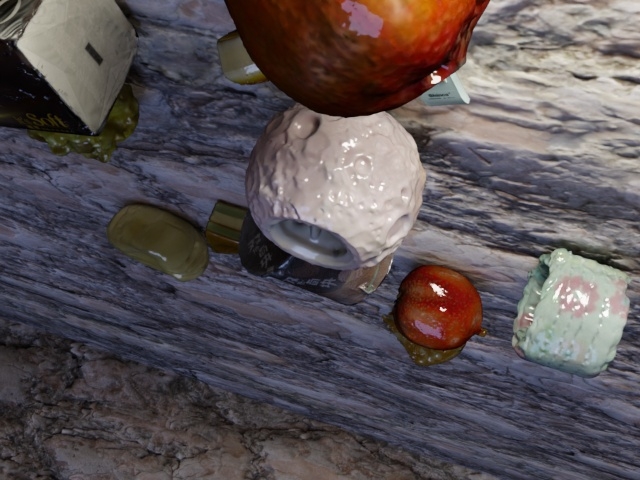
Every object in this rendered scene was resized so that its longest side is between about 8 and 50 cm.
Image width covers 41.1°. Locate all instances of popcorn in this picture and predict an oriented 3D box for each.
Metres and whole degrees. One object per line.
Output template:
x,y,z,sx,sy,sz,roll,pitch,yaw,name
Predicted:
-0.389,-0.211,1.391,0.197,0.155,0.197,20,160,7,popcorn

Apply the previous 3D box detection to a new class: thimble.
0.418,0.118,1.427,0.149,0.185,0.211,17,123,4,thimble

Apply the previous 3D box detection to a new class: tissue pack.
-0.464,-0.290,1.227,0.370,0.198,0.210,8,150,26,tissue pack

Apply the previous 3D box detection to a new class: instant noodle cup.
0.000,0.000,1.485,0.207,0.217,0.217,28,157,-35,instant noodle cup

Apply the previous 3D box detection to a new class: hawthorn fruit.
0.234,0.132,1.639,0.188,0.169,0.169,17,157,0,hawthorn fruit
0.033,-0.270,0.778,0.295,0.295,0.311,-2,125,43,hawthorn fruit

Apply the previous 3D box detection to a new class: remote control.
0.134,-0.226,1.076,0.061,0.029,0.162,2,146,35,remote control

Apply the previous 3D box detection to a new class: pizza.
0.223,0.208,1.941,0.199,0.062,0.188,34,142,-16,pizza

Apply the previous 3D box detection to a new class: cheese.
-0.366,0.008,1.939,0.226,0.117,0.214,17,161,23,cheese

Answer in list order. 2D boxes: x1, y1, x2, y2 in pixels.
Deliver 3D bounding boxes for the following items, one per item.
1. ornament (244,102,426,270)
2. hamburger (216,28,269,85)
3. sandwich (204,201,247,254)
0.025,-0.088,1.224,0.259,0.225,0.259,18,158,7,ornament
-0.062,-0.244,1.089,0.126,0.141,0.081,-5,118,41,hamburger
-0.144,-0.006,1.749,0.163,0.079,0.113,16,159,9,sandwich
